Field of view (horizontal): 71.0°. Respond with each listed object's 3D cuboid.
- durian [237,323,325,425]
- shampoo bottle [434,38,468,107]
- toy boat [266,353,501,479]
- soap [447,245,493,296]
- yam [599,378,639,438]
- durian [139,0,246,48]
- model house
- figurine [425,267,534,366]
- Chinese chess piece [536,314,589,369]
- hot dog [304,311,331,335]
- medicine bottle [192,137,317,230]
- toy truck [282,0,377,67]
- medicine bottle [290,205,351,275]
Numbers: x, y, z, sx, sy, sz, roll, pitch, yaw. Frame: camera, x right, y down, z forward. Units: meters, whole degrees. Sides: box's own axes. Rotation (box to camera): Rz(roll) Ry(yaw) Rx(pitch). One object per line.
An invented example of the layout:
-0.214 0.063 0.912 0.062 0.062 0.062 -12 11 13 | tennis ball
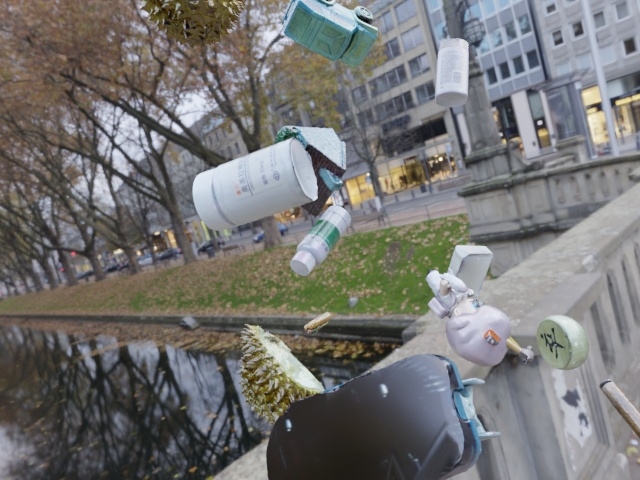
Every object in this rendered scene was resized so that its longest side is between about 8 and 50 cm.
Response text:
-0.085 0.283 0.916 0.144 0.252 0.139 -54 -12 24 | durian
0.365 -0.467 1.243 0.086 0.228 0.056 4 -31 11 | shampoo bottle
0.059 0.243 0.544 0.092 0.134 0.298 24 -45 -39 | toy boat
0.506 0.110 1.546 0.121 0.183 0.064 1 28 -16 | soap
0.763 0.443 1.060 0.046 0.046 0.264 -16 36 0 | yam
-0.245 -0.461 0.876 0.165 0.133 0.182 -22 -27 36 | durian
-0.043 -0.223 1.591 0.229 0.249 0.281 -6 -34 -31 | model house
0.265 0.143 0.806 0.112 0.229 0.137 -45 -42 15 | figurine
0.841 0.356 1.569 0.083 0.189 0.188 -6 3 -12 | Chinese chess piece
-0.006 0.266 1.421 0.056 0.041 0.133 -42 -14 34 | hot dog
-0.192 -0.157 1.316 0.331 0.190 0.190 -17 5 18 | medicine bottle
0.030 -0.640 1.354 0.278 0.156 0.155 19 -40 -21 | toy truck
0.000 0.000 1.401 0.095 0.095 0.260 -11 33 46 | medicine bottle
